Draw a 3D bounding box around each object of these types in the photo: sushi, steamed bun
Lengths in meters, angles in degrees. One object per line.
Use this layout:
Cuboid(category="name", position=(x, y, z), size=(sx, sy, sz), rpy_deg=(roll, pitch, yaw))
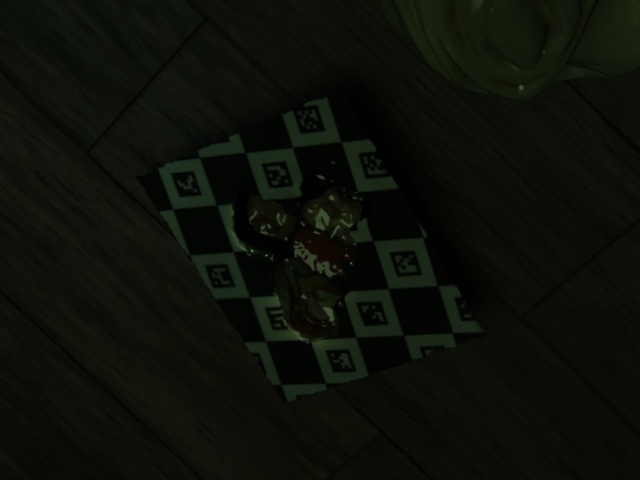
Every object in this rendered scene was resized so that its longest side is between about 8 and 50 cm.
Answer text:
Cuboid(category="sushi", position=(0.000, 0.000, 1.986), size=(0.320, 0.069, 0.339), rpy_deg=(-22, 106, 37))
Cuboid(category="steamed bun", position=(0.197, -0.285, 1.617), size=(0.368, 0.255, 0.342), rpy_deg=(4, 124, -1))
